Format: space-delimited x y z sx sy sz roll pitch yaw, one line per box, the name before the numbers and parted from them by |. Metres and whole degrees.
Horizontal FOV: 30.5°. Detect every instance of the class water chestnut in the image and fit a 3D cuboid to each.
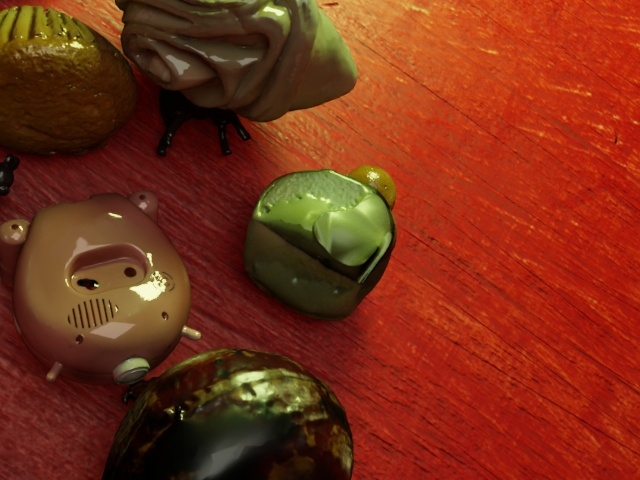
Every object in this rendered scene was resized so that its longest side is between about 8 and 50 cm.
water chestnut | -0.132 0.273 1.454 0.335 0.347 0.335 -18 127 -25

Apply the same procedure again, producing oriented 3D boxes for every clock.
clock | -0.273 0.067 1.478 0.227 0.142 0.241 -14 59 -21

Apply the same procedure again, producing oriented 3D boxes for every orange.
orange | 0.071 -0.068 1.701 0.085 0.085 0.085 4 76 -18

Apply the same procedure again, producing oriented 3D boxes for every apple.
apple | 0.000 0.000 1.609 0.188 0.174 0.207 30 113 9

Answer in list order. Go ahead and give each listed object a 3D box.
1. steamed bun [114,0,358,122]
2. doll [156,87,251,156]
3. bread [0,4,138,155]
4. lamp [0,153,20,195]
steamed bun | -0.135 -0.274 1.522 0.219 0.324 0.310 -44 67 -4
doll | -0.166 -0.200 1.664 0.139 0.057 0.165 -1 69 -17
bread | -0.352 -0.207 1.510 0.239 0.240 0.139 1 66 -19
lamp | -0.477 -0.013 1.479 0.118 0.118 0.253 24 75 -12
